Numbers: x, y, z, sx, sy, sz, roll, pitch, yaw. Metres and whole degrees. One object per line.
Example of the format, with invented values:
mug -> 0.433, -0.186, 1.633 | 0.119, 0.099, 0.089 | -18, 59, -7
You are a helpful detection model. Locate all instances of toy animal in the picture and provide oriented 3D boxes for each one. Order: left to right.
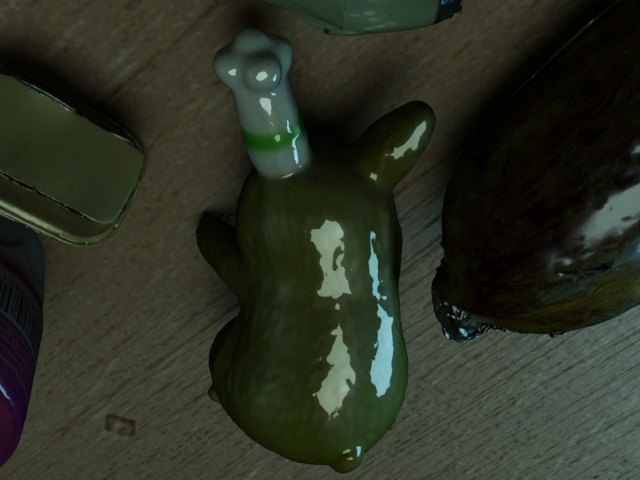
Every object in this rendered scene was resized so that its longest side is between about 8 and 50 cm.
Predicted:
toy animal -> -0.004, 0.001, 0.837 | 0.181, 0.180, 0.363 | -4, 109, -12

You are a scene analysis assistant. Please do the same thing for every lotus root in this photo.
lotus root -> 0.235, -0.058, 0.789 | 0.196, 0.179, 0.397 | 33, 119, -27

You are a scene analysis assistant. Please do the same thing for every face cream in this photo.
face cream -> -0.318, 0.077, 0.832 | 0.175, 0.195, 0.175 | -3, 130, -3

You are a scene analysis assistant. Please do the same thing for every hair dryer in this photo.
hair dryer -> -0.025, -0.236, 0.686 | 0.219, 0.088, 0.225 | -11, 118, 8

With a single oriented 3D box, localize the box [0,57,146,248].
box -> -0.215, -0.068, 0.782 | 0.177, 0.111, 0.111 | 30, 121, -28
